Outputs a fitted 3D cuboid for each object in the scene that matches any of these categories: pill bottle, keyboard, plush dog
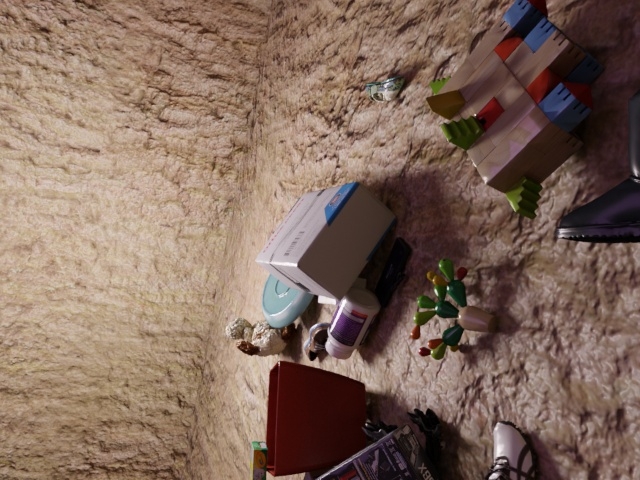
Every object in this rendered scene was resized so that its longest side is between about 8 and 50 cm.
[{"bbox_3d":[0.084,0.233,1.491,0.108,0.108,0.193,-114,40,-53],"label":"pill bottle"},{"bbox_3d":[0.192,0.091,1.406,0.108,0.023,0.180,-111,36,-61],"label":"keyboard"},{"bbox_3d":[-0.203,0.368,2.025,0.225,0.262,0.210,-156,43,-76],"label":"plush dog"}]

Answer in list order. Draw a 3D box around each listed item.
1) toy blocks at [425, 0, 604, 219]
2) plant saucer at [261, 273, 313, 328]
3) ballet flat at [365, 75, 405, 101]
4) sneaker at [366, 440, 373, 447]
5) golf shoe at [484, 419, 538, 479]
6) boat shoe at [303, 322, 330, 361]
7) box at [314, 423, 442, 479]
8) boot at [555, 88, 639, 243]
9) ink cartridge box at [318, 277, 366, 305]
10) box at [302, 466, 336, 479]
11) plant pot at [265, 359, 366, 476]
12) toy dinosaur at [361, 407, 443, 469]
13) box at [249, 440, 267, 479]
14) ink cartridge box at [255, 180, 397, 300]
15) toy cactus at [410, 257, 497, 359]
[{"bbox_3d":[0.369,-0.266,0.971,0.261,0.191,0.381,-49,36,33],"label":"toy blocks"},{"bbox_3d":[-0.120,0.160,1.950,0.318,0.044,0.317,-35,38,34],"label":"plant saucer"},{"bbox_3d":[0.194,-0.438,1.576,0.188,0.070,0.070,-153,74,-68],"label":"ballet flat"},{"bbox_3d":[0.120,0.556,1.377,0.037,0.032,0.083,149,128,-61],"label":"sneaker"},{"bbox_3d":[0.312,0.402,0.906,0.077,0.094,0.198,128,146,-51],"label":"golf shoe"},{"bbox_3d":[-0.004,0.327,1.730,0.183,0.066,0.066,111,152,-49],"label":"boat shoe"},{"bbox_3d":[0.142,0.540,0.997,0.242,0.076,0.307,-42,69,24],"label":"box"},{"bbox_3d":[0.453,-0.103,0.765,0.246,0.094,0.207,-9,76,59],"label":"boot"},{"bbox_3d":[0.068,0.149,1.584,0.143,0.092,0.089,-7,74,65],"label":"ink cartridge box"},{"bbox_3d":[0.035,0.684,1.398,0.170,0.130,0.091,-125,47,-58],"label":"box"},{"bbox_3d":[-0.013,0.470,1.422,0.267,0.236,0.267,117,155,-68],"label":"plant pot"},{"bbox_3d":[0.199,0.484,1.132,0.322,0.164,0.218,-7,88,42],"label":"toy dinosaur"},{"bbox_3d":[-0.165,0.632,1.419,0.105,0.043,0.179,141,134,-77],"label":"box"},{"bbox_3d":[0.000,0.000,1.575,0.285,0.166,0.395,-54,18,-13],"label":"ink cartridge box"},{"bbox_3d":[0.279,0.153,1.108,0.180,0.112,0.218,14,92,48],"label":"toy cactus"}]
